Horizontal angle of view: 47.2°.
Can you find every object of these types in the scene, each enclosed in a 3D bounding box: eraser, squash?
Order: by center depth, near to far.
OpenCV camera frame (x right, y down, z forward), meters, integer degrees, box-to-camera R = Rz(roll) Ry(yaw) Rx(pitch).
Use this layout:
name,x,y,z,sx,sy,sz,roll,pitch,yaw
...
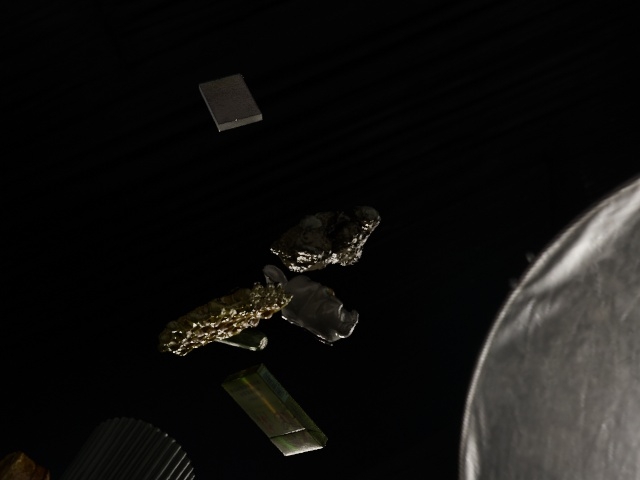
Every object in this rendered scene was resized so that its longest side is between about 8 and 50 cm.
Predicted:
name,x,y,z,sx,sy,sz,roll,pitch,yaw
eraser,-0.205,-0.316,1.664,0.023,0.104,0.150,92,156,-53
squash,-0.254,0.267,2.091,0.229,0.066,0.066,11,140,28

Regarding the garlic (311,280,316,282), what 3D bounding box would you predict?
name,x,y,z,sx,sy,sz,roll,pitch,yaw
garlic,-0.046,0.191,2.563,0.195,0.087,0.101,-33,-44,-64

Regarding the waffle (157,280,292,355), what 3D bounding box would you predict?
name,x,y,z,sx,sy,sz,roll,pitch,yaw
waffle,-0.200,0.162,1.542,0.060,0.307,0.312,64,168,11

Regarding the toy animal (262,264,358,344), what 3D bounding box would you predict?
name,x,y,z,sx,sy,sz,roll,pitch,yaw
toy animal,-0.040,0.191,2.215,0.325,0.154,0.208,29,173,9

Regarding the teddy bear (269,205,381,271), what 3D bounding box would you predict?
name,x,y,z,sx,sy,sz,roll,pitch,yaw
teddy bear,0.000,0.000,1.925,0.267,0.256,0.156,-4,93,56

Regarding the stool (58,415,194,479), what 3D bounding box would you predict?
name,x,y,z,sx,sy,sz,roll,pitch,yaw
stool,-0.498,0.628,1.708,0.297,0.297,0.330,68,-156,-16

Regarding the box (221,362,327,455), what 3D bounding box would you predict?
name,x,y,z,sx,sy,sz,roll,pitch,yaw
box,-0.135,0.503,2.153,0.173,0.043,0.311,-26,109,41

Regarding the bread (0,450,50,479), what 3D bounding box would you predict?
name,x,y,z,sx,sy,sz,roll,pitch,yaw
bread,-0.798,0.648,1.883,0.142,0.195,0.270,47,155,-13
